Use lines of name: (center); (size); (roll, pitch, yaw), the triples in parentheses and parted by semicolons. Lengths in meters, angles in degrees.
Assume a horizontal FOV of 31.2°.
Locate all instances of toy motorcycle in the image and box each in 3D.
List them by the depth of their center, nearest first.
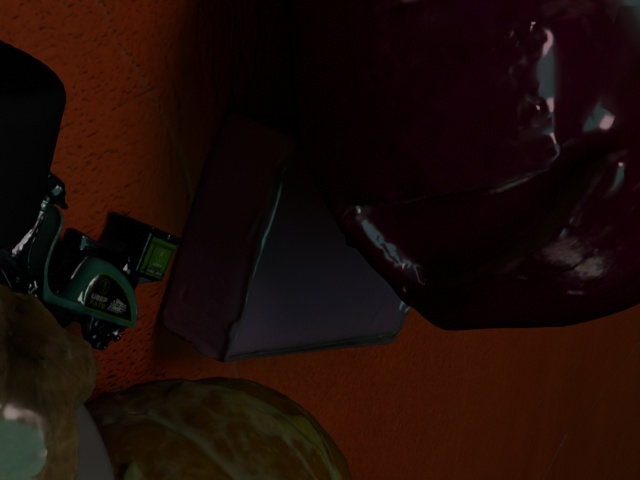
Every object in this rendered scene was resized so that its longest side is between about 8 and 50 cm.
toy motorcycle: (-0.165, 0.012, 0.736); (0.173, 0.058, 0.100); (29, 81, -60)

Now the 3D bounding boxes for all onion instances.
onion: (0.190, -0.155, 0.769); (0.398, 0.420, 0.399); (30, 47, -37)

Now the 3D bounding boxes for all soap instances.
soap: (-0.001, -0.001, 0.940); (0.259, 0.081, 0.181); (0, 111, -55)

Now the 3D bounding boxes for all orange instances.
orange: (-0.112, 0.249, 0.801); (0.329, 0.249, 0.329); (-45, 154, -29)

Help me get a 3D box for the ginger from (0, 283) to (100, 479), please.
ginger: (-0.207, 0.071, 0.412); (0.294, 0.086, 0.131); (-4, 73, -50)

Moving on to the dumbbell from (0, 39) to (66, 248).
dumbbell: (-0.176, -0.168, 0.448); (0.203, 0.203, 0.323); (-5, 117, -54)

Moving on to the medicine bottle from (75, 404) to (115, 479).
medicine bottle: (-0.275, 0.147, 0.524); (0.339, 0.208, 0.208); (12, 102, -58)
